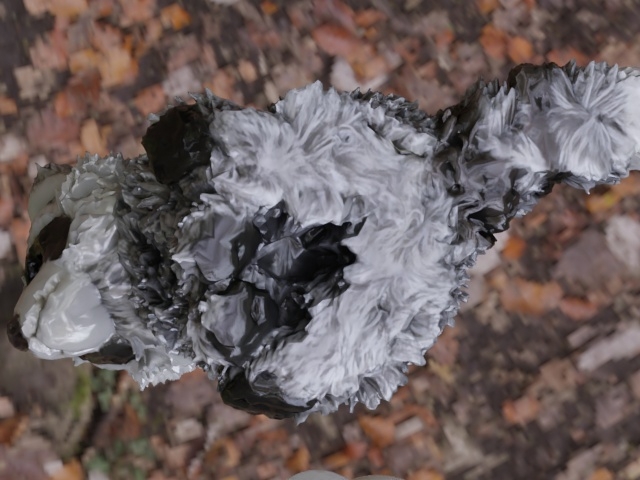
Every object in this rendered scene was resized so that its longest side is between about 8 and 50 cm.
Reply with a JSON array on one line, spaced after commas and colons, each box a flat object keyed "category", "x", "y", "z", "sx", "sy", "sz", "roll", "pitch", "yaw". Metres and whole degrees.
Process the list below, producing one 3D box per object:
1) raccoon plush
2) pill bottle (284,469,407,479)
[{"category": "raccoon plush", "x": 0.000, "y": 0.000, "z": 1.269, "sx": 0.446, "sy": 0.299, "sz": 0.216, "roll": -7, "pitch": 93, "yaw": -26}, {"category": "pill bottle", "x": 0.075, "y": 0.303, "z": 1.570, "sx": 0.169, "sy": 0.169, "sz": 0.301, "roll": -46, "pitch": 135, "yaw": 13}]
